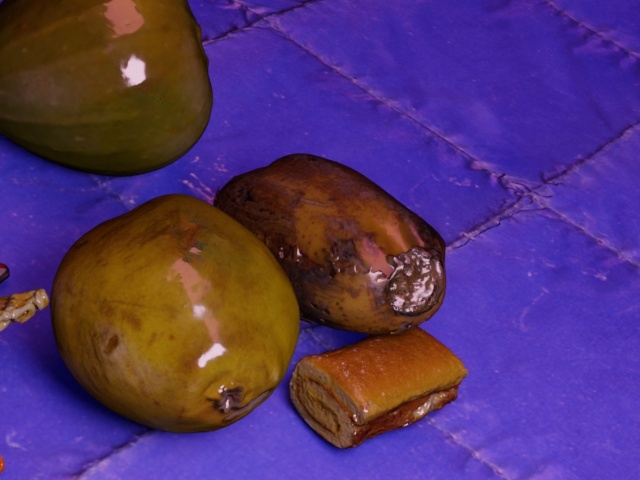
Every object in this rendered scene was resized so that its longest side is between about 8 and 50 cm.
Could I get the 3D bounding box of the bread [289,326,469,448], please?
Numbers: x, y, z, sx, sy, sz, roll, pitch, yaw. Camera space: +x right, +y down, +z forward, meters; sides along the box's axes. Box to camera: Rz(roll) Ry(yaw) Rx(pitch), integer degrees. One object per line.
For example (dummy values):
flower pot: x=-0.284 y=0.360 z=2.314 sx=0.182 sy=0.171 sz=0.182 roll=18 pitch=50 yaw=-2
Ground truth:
bread: x=0.064 y=0.166 z=2.000 sx=0.172 sy=0.103 sz=0.132 roll=-20 pitch=43 yaw=-39

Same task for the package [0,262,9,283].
package: x=-0.482 y=0.039 z=1.991 sx=0.166 sy=0.040 sz=0.232 roll=27 pitch=24 yaw=15

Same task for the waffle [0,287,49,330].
waffle: x=-0.390 y=0.095 z=1.890 sx=0.169 sy=0.183 sz=0.036 roll=-26 pitch=97 yaw=-47

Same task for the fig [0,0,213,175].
fig: x=-0.300 y=-0.217 z=2.220 sx=0.316 sy=0.316 sz=0.316 roll=10 pitch=38 yaw=-8

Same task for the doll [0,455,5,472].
doll: x=-0.408 y=0.215 z=1.767 sx=0.143 sy=0.135 sz=0.221 roll=54 pitch=35 yaw=-5

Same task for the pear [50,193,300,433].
pear: x=-0.160 y=0.081 z=1.916 sx=0.269 sy=0.269 sz=0.321 roll=0 pitch=30 yaw=-20

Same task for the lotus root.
lotus root: x=0.000 y=0.000 z=2.075 sx=0.196 sy=0.179 sz=0.397 roll=-7 pitch=20 yaw=-32
